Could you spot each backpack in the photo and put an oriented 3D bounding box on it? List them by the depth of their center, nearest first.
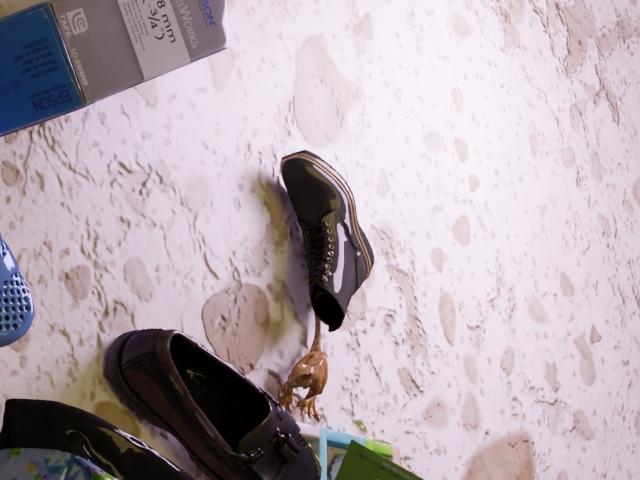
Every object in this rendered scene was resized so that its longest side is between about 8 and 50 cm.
[{"bbox_3d":[-0.216,0.370,1.467,0.290,0.273,0.355,46,61,-43],"label":"backpack"}]

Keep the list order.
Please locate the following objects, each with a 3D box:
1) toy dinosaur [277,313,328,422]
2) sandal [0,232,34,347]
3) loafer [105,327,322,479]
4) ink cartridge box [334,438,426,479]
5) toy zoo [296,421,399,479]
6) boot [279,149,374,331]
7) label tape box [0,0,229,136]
[{"bbox_3d":[-0.009,0.155,1.883,0.211,0.064,0.112,-81,-167,-75],"label":"toy dinosaur"},{"bbox_3d":[-0.362,-0.027,1.455,0.317,0.138,0.126,57,41,-26],"label":"sandal"},{"bbox_3d":[-0.100,0.196,1.721,0.302,0.095,0.109,40,50,-27],"label":"loafer"},{"bbox_3d":[0.017,0.358,1.700,0.097,0.189,0.255,23,91,-47],"label":"ink cartridge box"},{"bbox_3d":[-0.006,0.321,1.883,0.293,0.030,0.192,20,66,-47],"label":"toy zoo"},{"bbox_3d":[0.000,0.000,1.922,0.198,0.077,0.137,57,32,-23],"label":"boot"},{"bbox_3d":[-0.225,-0.200,1.584,0.334,0.241,0.106,-32,105,-50],"label":"label tape box"}]
